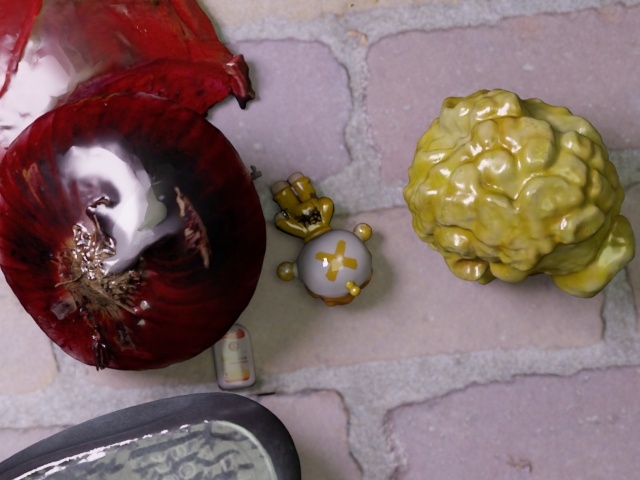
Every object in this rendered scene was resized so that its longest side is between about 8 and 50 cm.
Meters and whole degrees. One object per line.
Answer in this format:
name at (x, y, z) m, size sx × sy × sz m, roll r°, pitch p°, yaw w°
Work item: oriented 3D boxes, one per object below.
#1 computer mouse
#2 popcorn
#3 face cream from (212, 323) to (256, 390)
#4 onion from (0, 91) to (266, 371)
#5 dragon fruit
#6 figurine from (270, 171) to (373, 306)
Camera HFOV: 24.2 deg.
computer mouse at (-0.195, 0.272, 1.434) m, size 0.374 × 0.114 × 0.203 m, roll -21°, pitch 90°, yaw -2°
popcorn at (0.192, -0.040, 1.481) m, size 0.217 × 0.235 × 0.181 m, roll 36°, pitch 67°, yaw -21°
face cream at (-0.089, 0.109, 1.514) m, size 0.040 × 0.021 × 0.083 m, roll -8°, pitch 84°, yaw -10°
onion at (-0.174, -0.021, 1.438) m, size 0.273 × 0.285 × 0.273 m, roll 7°, pitch 118°, yaw 14°
dragon fruit at (-0.268, -0.192, 1.488) m, size 0.343 × 0.100 × 0.282 m, roll -31°, pitch 84°, yaw -12°
figurine at (0.004, -0.003, 1.521) m, size 0.101 × 0.068 × 0.143 m, roll -4°, pitch 71°, yaw -4°
